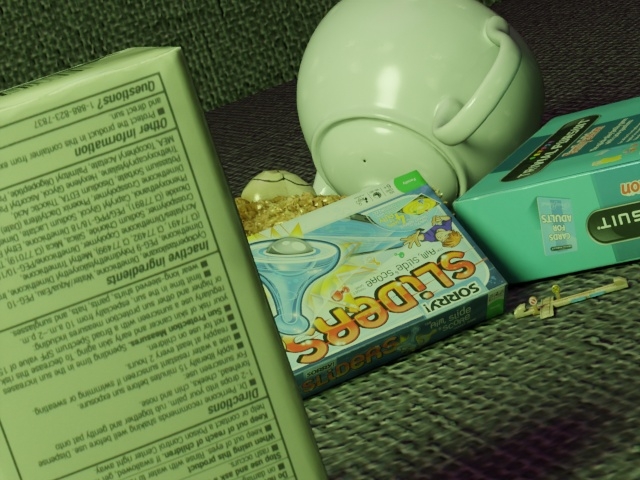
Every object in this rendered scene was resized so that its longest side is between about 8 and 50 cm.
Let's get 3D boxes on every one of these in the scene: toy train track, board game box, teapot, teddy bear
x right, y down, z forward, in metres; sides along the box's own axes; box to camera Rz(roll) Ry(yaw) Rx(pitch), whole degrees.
[{"bbox_3d":[0.178,0.038,1.307,0.083,0.014,0.048,-16,11,11],"label":"toy train track"},{"bbox_3d":[0.017,0.035,1.339,0.201,0.035,0.136,-23,51,-17],"label":"board game box"},{"bbox_3d":[0.082,-0.105,1.701,0.253,0.256,0.187,8,53,21],"label":"teapot"},{"bbox_3d":[0.000,0.000,1.544,0.245,0.113,0.338,-17,11,-3],"label":"teddy bear"},{"bbox_3d":[0.307,-0.066,1.429,0.336,0.079,0.254,-13,12,29],"label":"board game box"}]

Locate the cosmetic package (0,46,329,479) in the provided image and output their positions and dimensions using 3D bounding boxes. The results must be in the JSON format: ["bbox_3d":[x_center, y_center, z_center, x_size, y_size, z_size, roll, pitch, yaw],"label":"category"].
[{"bbox_3d":[-0.098,0.068,0.876,0.153,0.296,0.129,-19,10,-13],"label":"cosmetic package"}]
